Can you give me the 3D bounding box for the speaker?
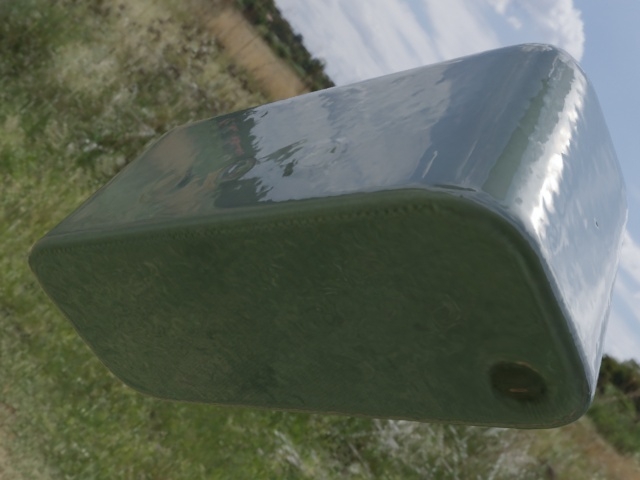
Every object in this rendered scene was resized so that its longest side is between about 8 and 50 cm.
[{"bbox_3d":[0.000,0.000,0.580,0.183,0.406,0.184,59,44,-29],"label":"speaker"}]
